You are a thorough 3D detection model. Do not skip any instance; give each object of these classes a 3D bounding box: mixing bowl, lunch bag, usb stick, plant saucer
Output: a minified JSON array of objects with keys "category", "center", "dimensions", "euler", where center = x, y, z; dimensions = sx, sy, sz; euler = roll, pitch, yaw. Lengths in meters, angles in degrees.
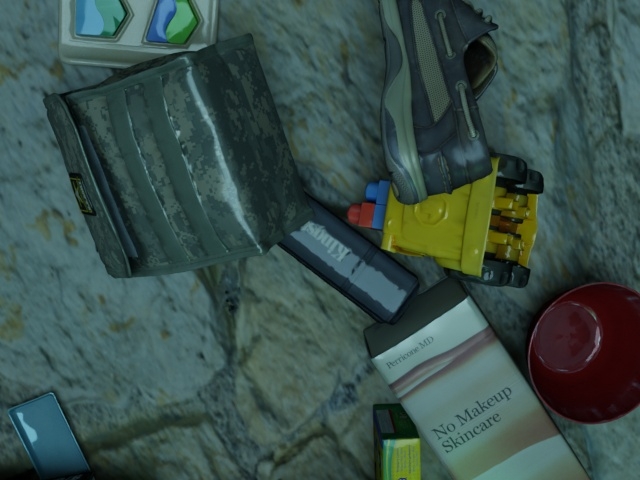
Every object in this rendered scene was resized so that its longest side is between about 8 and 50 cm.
[{"category":"mixing bowl","center":[0.335,0.135,1.283],"dimensions":[0.181,0.098,0.182],"euler":[-1,97,-10]},{"category":"lunch bag","center":[-0.189,-0.086,1.166],"dimensions":[0.287,0.169,0.235],"euler":[-11,104,31]},{"category":"usb stick","center":[0.000,0.000,1.254],"dimensions":[0.278,0.045,0.077],"euler":[37,95,-1]},{"category":"plant saucer","center":[-0.342,0.293,1.323],"dimensions":[0.067,0.018,0.192],"euler":[-22,102,1]}]

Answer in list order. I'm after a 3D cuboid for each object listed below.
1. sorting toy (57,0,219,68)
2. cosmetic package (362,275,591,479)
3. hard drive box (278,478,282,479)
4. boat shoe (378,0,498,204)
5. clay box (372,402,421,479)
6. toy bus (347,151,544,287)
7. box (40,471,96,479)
[{"category":"sorting toy","center":[-0.217,-0.310,1.202],"dimensions":[0.192,0.038,0.208],"euler":[4,100,-4]},{"category":"cosmetic package","center":[0.197,0.210,1.279],"dimensions":[0.153,0.129,0.296],"euler":[-35,100,5]},{"category":"hard drive box","center":[-0.083,0.453,1.286],"dimensions":[0.089,0.181,0.232],"euler":[35,96,-8]},{"category":"boat shoe","center":[0.138,-0.202,1.131],"dimensions":[0.130,0.132,0.356],"euler":[-4,65,11]},{"category":"clay box","center":[0.099,0.338,1.300],"dimensions":[0.053,0.127,0.222],"euler":[-1,100,-2]},{"category":"toy bus","center":[0.151,-0.028,1.220],"dimensions":[0.211,0.220,0.150],"euler":[7,89,26]},{"category":"box","center":[-0.383,0.408,1.314],"dimensions":[0.220,0.051,0.175],"euler":[-11,102,6]}]
